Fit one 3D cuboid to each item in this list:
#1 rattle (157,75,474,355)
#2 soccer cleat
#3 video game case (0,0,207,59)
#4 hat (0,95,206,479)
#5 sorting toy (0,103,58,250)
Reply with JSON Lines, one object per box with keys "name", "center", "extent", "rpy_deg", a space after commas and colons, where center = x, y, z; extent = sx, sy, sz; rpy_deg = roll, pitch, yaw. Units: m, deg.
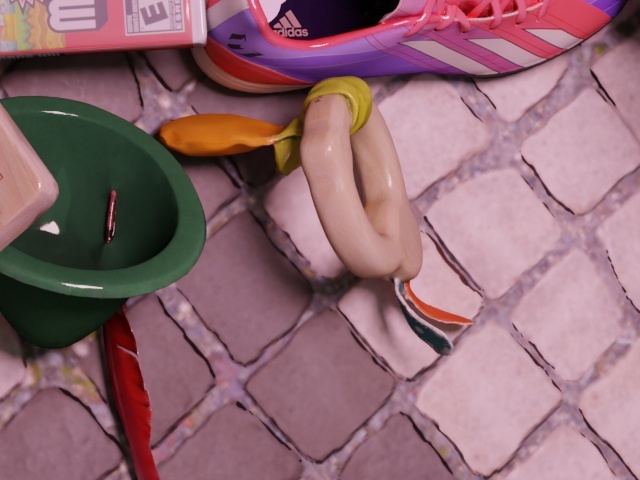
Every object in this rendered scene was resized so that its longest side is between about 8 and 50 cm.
{"name": "rattle", "center": [0.000, 0.000, 1.205], "extent": [0.143, 0.130, 0.199], "rpy_deg": [-22, 127, 6]}
{"name": "soccer cleat", "center": [0.075, -0.160, 1.207], "extent": [0.318, 0.116, 0.108], "rpy_deg": [-10, 87, -17]}
{"name": "video game case", "center": [-0.218, -0.211, 1.136], "extent": [0.285, 0.025, 0.204], "rpy_deg": [-4, 87, -2]}
{"name": "hat", "center": [-0.173, 0.042, 1.164], "extent": [0.173, 0.183, 0.208], "rpy_deg": [1, 43, -25]}
{"name": "sorting toy", "center": [-0.299, -0.040, 1.044], "extent": [0.255, 0.089, 0.257], "rpy_deg": [-40, 75, 9]}
